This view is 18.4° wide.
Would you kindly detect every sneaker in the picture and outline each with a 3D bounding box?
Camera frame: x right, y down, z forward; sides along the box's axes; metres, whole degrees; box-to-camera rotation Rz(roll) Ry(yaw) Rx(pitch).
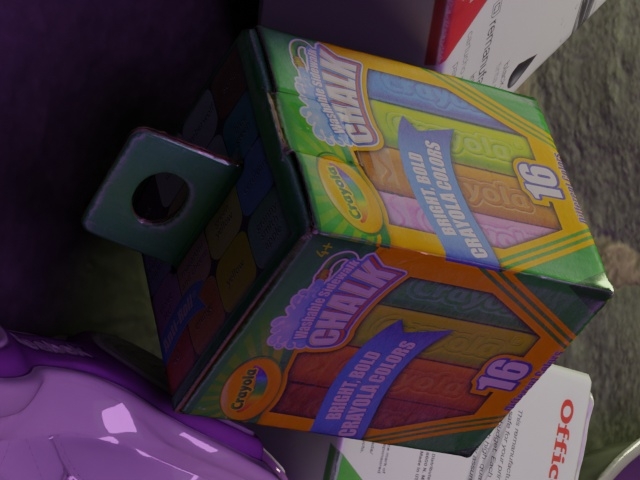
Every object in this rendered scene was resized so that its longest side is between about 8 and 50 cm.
[{"bbox_3d":[-0.138,0.113,0.900,0.305,0.114,0.152,22,98,-46],"label":"sneaker"}]

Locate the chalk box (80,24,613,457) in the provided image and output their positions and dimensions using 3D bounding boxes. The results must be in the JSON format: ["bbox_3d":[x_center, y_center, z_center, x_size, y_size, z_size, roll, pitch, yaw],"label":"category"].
[{"bbox_3d":[0.000,0.000,0.907,0.213,0.132,0.132,10,45,-29],"label":"chalk box"}]

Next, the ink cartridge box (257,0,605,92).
[{"bbox_3d":[0.094,-0.191,1.023,0.273,0.114,0.197,-45,157,-34],"label":"ink cartridge box"}]

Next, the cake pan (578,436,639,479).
[{"bbox_3d":[0.207,0.261,1.301,0.293,0.054,0.293,-8,101,-46],"label":"cake pan"}]

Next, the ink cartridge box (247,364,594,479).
[{"bbox_3d":[0.048,0.126,1.090,0.208,0.087,0.153,19,81,-45],"label":"ink cartridge box"}]
